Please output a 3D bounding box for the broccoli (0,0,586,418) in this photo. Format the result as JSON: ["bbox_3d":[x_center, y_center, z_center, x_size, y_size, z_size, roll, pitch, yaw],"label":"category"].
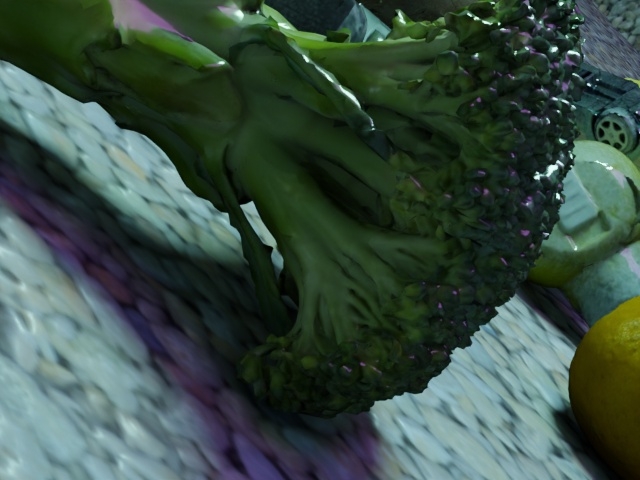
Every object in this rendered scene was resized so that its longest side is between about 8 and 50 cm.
[{"bbox_3d":[-0.047,-0.073,0.823,0.361,0.221,0.252,20,19,-33],"label":"broccoli"}]

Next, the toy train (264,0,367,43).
[{"bbox_3d":[-0.082,-0.199,1.156,0.261,0.134,0.177,30,20,-43],"label":"toy train"}]

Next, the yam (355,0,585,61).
[{"bbox_3d":[0.130,-0.206,1.751,0.279,0.131,0.131,29,20,-40],"label":"yam"}]

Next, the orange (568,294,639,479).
[{"bbox_3d":[0.232,0.097,1.167,0.156,0.134,0.156,49,19,-23],"label":"orange"}]

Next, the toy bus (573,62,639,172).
[{"bbox_3d":[0.196,-0.093,1.476,0.261,0.109,0.091,28,35,33],"label":"toy bus"}]

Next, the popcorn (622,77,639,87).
[{"bbox_3d":[0.249,-0.039,1.573,0.173,0.168,0.195,-3,88,-77],"label":"popcorn"}]

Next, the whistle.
[{"bbox_3d":[0.204,0.016,1.378,0.223,0.123,0.123,60,17,7],"label":"whistle"}]

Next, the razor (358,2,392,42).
[{"bbox_3d":[0.050,-0.153,1.520,0.111,0.056,0.278,47,16,19],"label":"razor"}]
